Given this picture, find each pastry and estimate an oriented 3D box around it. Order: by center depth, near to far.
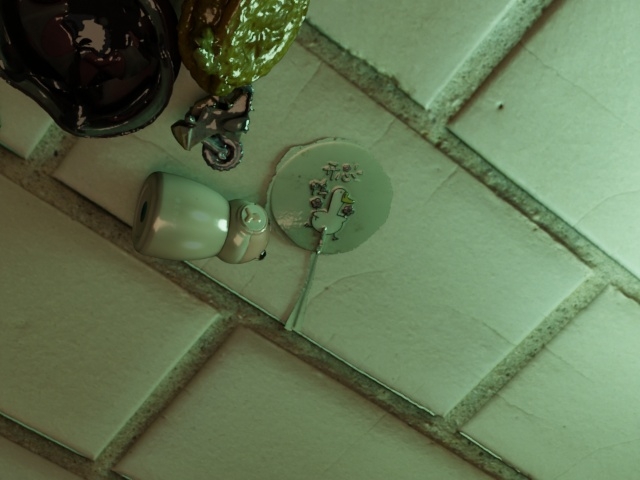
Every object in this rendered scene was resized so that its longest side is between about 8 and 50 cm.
[{"bbox_3d":[-0.128,-0.341,1.605,0.132,0.240,0.235,36,83,19],"label":"pastry"}]

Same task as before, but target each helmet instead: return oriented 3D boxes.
[{"bbox_3d":[-0.354,-0.333,1.624,0.271,0.197,0.338,-35,110,22],"label":"helmet"}]

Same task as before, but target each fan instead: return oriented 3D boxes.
[{"bbox_3d":[0.000,0.000,1.951,0.233,0.012,0.414,8,118,-9],"label":"fan"}]

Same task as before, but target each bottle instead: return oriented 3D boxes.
[{"bbox_3d":[-0.198,-0.027,1.847,0.236,0.147,0.147,13,118,-21],"label":"bottle"}]

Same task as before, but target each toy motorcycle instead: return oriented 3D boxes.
[{"bbox_3d":[-0.173,-0.230,1.761,0.130,0.094,0.229,13,107,-8],"label":"toy motorcycle"}]
